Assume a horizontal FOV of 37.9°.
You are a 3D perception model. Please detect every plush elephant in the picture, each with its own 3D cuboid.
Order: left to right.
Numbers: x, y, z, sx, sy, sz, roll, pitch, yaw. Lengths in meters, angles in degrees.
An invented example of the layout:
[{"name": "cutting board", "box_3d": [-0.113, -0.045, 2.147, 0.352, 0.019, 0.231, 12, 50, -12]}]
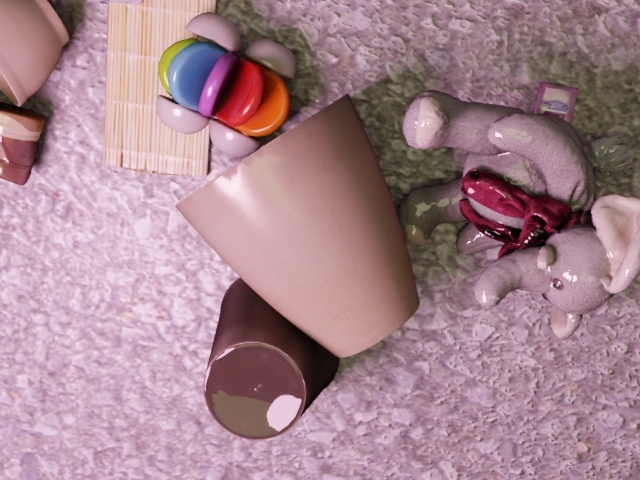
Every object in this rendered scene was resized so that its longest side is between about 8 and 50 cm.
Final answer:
[{"name": "plush elephant", "box_3d": [0.262, -0.011, 1.133, 0.329, 0.272, 0.255, -3, 57, -9]}]

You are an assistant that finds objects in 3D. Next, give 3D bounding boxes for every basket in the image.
[{"name": "basket", "box_3d": [-0.068, 0.161, 1.231, 0.154, 0.227, 0.204, -36, 97, 12]}]

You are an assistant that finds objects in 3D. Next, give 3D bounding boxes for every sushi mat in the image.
[{"name": "sushi mat", "box_3d": [-0.219, -0.245, 1.266, 0.151, 0.019, 0.317, 5, 102, 4]}]

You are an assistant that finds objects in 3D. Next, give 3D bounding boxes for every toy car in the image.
[{"name": "toy car", "box_3d": [-0.121, -0.196, 1.195, 0.182, 0.136, 0.159, 24, 99, -11]}]

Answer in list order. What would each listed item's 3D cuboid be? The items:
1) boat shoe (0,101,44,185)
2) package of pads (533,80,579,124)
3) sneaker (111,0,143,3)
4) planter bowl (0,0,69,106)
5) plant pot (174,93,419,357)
[{"name": "boat shoe", "box_3d": [-0.554, -0.151, 1.271, 0.341, 0.123, 0.123, 12, 102, -3]}, {"name": "package of pads", "box_3d": [0.305, -0.165, 1.224, 0.050, 0.032, 0.083, 12, 103, 6]}, {"name": "sneaker", "box_3d": [-0.239, -0.396, 1.197, 0.082, 0.071, 0.191, 12, 111, -5]}, {"name": "planter bowl", "box_3d": [-0.401, -0.272, 1.220, 0.109, 0.162, 0.162, -38, 97, -15]}, {"name": "plant pot", "box_3d": [0.000, 0.000, 1.170, 0.256, 0.256, 0.274, -32, 95, 11]}]
